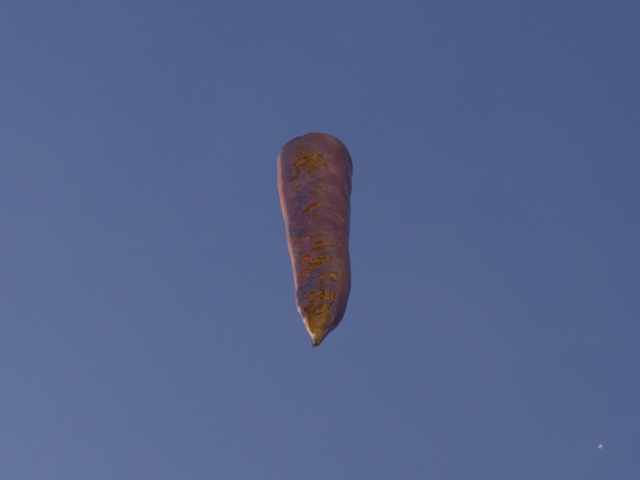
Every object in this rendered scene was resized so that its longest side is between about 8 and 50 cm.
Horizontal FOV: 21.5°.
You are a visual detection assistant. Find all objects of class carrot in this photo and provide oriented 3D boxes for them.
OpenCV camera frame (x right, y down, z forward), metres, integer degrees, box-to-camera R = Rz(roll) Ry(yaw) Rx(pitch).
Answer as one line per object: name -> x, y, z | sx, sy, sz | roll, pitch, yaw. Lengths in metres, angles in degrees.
carrot -> 0.000, 0.000, 1.139 | 0.057, 0.224, 0.057 | -1, -59, -2
